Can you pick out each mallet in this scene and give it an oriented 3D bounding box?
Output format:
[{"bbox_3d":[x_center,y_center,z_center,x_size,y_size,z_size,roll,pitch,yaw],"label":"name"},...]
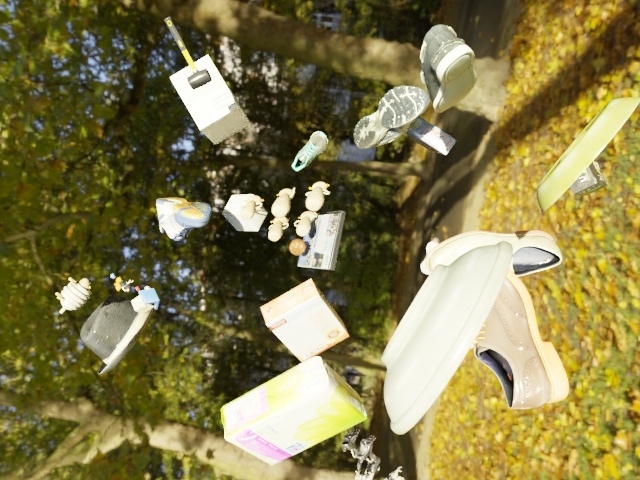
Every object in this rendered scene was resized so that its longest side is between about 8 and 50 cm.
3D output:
[{"bbox_3d":[-0.366,-0.493,1.432,0.189,0.062,0.039,55,-173,-17],"label":"mallet"}]

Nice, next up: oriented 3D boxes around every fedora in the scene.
[{"bbox_3d":[-0.721,0.292,1.877,0.334,0.152,0.334,-42,22,22],"label":"fedora"}]

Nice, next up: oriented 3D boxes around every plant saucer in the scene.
[{"bbox_3d":[0.207,0.156,0.997,0.400,0.101,0.400,-56,-9,-14],"label":"plant saucer"},{"bbox_3d":[0.456,-0.156,0.946,0.241,0.037,0.241,-47,-12,-13],"label":"plant saucer"}]

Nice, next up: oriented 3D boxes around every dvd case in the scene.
[{"bbox_3d":[0.000,0.000,1.710,0.253,0.022,0.180,-1,76,66],"label":"dvd case"}]

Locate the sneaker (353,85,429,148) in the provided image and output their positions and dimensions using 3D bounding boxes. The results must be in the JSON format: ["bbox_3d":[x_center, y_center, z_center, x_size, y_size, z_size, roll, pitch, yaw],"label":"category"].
[{"bbox_3d":[0.222,-0.362,1.580,0.283,0.122,0.110,-26,76,51],"label":"sneaker"}]

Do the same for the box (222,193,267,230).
[{"bbox_3d":[-0.259,-0.094,1.854,0.101,0.102,0.087,54,-132,-42],"label":"box"}]

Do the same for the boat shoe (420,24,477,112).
[{"bbox_3d":[0.277,-0.374,1.188,0.091,0.114,0.302,57,-177,12],"label":"boat shoe"}]

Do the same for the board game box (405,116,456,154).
[{"bbox_3d":[0.352,-0.332,1.742,0.060,0.194,0.194,-55,-24,7],"label":"board game box"}]

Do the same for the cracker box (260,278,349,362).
[{"bbox_3d":[-0.037,0.220,1.451,0.232,0.156,0.067,58,-176,-47],"label":"cracker box"}]

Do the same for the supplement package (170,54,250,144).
[{"bbox_3d":[-0.360,-0.460,1.792,0.203,0.149,0.194,59,-179,7],"label":"supplement package"}]

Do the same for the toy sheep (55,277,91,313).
[{"bbox_3d":[-0.776,0.174,1.700,0.132,0.091,0.091,-49,-10,-7],"label":"toy sheep"}]

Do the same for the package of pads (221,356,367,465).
[{"bbox_3d":[-0.067,0.421,1.321,0.229,0.297,0.101,52,-168,-42],"label":"package of pads"}]

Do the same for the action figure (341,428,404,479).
[{"bbox_3d":[0.160,0.691,1.565,0.141,0.164,0.275,-24,-80,-41],"label":"action figure"}]

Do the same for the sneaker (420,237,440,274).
[{"bbox_3d":[0.406,0.056,1.944,0.065,0.061,0.157,-55,-20,-46],"label":"sneaker"}]

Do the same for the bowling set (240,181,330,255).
[{"bbox_3d":[-0.101,-0.065,1.726,0.154,0.287,0.199,-75,-23,-59],"label":"bowling set"}]

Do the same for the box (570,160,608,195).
[{"bbox_3d":[0.559,-0.133,1.140,0.083,0.052,0.062,-1,-113,-46],"label":"box"}]

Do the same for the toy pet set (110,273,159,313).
[{"bbox_3d":[-0.484,0.133,1.449,0.114,0.065,0.122,55,-177,29],"label":"toy pet set"}]

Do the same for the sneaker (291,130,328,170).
[{"bbox_3d":[-0.036,-0.275,1.710,0.166,0.065,0.076,-47,5,45],"label":"sneaker"}]

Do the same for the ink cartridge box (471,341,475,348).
[{"bbox_3d":[0.503,0.253,1.707,0.109,0.063,0.150,-46,-13,-48],"label":"ink cartridge box"}]

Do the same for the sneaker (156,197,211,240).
[{"bbox_3d":[-0.431,-0.059,1.722,0.296,0.112,0.130,17,109,53],"label":"sneaker"}]

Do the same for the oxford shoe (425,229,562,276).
[{"bbox_3d":[0.521,0.047,1.635,0.146,0.397,0.140,-70,-32,-72],"label":"oxford shoe"}]

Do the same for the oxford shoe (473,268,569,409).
[{"bbox_3d":[0.384,0.182,1.163,0.130,0.133,0.363,94,159,-56],"label":"oxford shoe"}]
